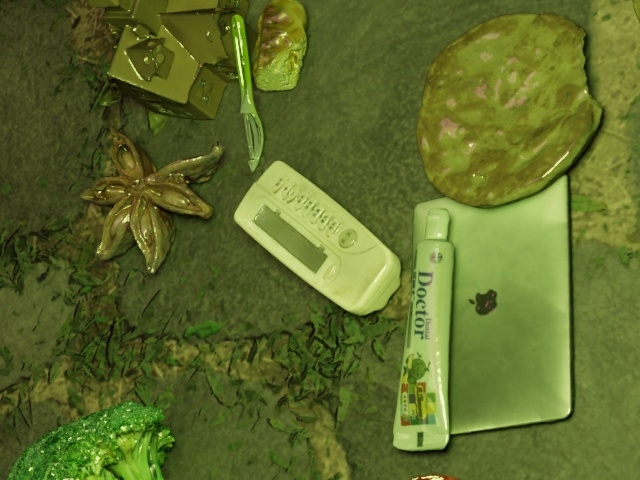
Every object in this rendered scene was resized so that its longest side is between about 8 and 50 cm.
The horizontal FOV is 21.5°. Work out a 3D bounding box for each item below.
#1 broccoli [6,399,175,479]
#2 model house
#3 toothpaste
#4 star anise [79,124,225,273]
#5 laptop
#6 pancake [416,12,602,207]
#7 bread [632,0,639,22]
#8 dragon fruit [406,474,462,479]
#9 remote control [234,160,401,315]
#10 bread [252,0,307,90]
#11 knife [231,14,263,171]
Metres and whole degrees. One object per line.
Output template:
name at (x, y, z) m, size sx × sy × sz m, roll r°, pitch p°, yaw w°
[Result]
broccoli at (-0.211, 0.299, 1.769) m, size 0.269 × 0.269 × 0.254 m, roll 29°, pitch 93°, yaw 41°
model house at (-0.194, -0.266, 1.987) m, size 0.176 × 0.248 × 0.181 m, roll 6°, pitch 74°, yaw 37°
toothpaste at (0.112, 0.089, 1.722) m, size 0.067 × 0.037 × 0.255 m, roll -7°, pitch 70°, yaw 36°
star anise at (-0.207, -0.045, 2.021) m, size 0.208 × 0.063 × 0.172 m, roll 10°, pitch 80°, yaw 35°
laptop at (0.171, 0.066, 1.719) m, size 0.187 × 0.015 × 0.269 m, roll -13°, pitch 62°, yaw 32°
pancake at (0.198, -0.139, 1.776) m, size 0.222 × 0.042 × 0.236 m, roll -38°, pitch 49°, yaw 12°
bread at (0.396, -0.250, 1.600) m, size 0.192 × 0.171 × 0.314 m, roll -17°, pitch 58°, yaw 34°
dragon fruit at (0.016, 0.264, 1.546) m, size 0.286 × 0.329 × 0.228 m, roll -46°, pitch 44°, yaw 11°
remote control at (-0.001, 0.000, 1.852) m, size 0.230 × 0.049 × 0.090 m, roll 40°, pitch 95°, yaw 40°
bread at (-0.046, -0.236, 1.991) m, size 0.066 × 0.060 × 0.110 m, roll -30°, pitch 48°, yaw 53°
knife at (-0.085, -0.172, 1.967) m, size 0.022 × 0.026 × 0.184 m, roll 2°, pitch 103°, yaw 49°
